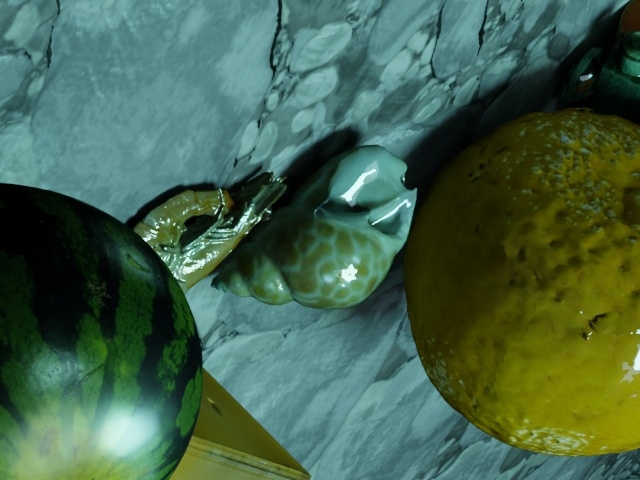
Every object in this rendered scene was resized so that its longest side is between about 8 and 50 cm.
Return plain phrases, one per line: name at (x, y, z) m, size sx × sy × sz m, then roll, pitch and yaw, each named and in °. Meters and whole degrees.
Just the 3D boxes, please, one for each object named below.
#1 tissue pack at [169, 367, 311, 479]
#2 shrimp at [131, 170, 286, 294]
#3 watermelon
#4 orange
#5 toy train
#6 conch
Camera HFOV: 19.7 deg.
tissue pack at (-0.155, 0.151, 1.382) m, size 0.145 × 0.194 × 0.274 m, roll -51°, pitch 156°, yaw 3°
shrimp at (-0.099, -0.009, 1.448) m, size 0.180 × 0.041 × 0.099 m, roll -34°, pitch 138°, yaw -28°
watermelon at (-0.208, 0.092, 1.127) m, size 0.269 × 0.269 × 0.269 m, roll -39°, pitch 155°, yaw -23°
orange at (0.243, 0.050, 1.756) m, size 0.341 × 0.340 × 0.293 m, roll -30°, pitch 150°, yaw -39°
toy train at (0.323, -0.134, 1.926) m, size 0.177 × 0.116 × 0.285 m, roll -51°, pitch 159°, yaw -31°
conch at (0.009, -0.003, 1.562) m, size 0.116 × 0.106 × 0.173 m, roll 42°, pitch 69°, yaw -45°
